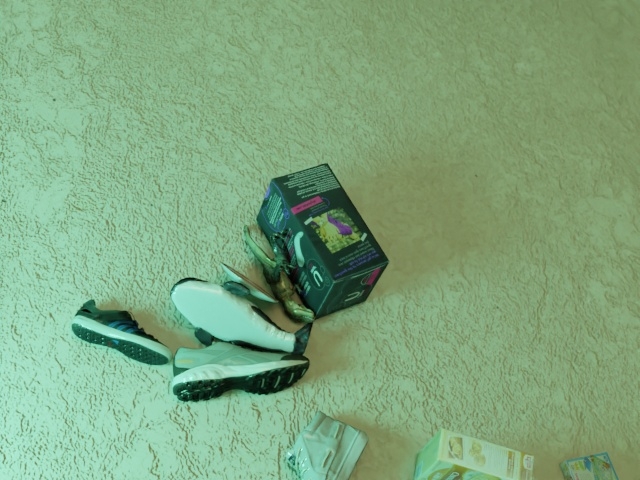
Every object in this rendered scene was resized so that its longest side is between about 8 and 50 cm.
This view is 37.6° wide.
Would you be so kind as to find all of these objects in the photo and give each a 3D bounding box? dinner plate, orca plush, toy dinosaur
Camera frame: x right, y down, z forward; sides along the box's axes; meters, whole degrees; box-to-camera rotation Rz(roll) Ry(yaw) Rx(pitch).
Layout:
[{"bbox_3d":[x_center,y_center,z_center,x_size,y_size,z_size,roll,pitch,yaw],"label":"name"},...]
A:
[{"bbox_3d":[-0.146,0.089,1.893,0.141,0.141,0.017,36,91,8],"label":"dinner plate"},{"bbox_3d":[-0.156,0.136,1.868,0.287,0.151,0.102,12,23,-6],"label":"orca plush"},{"bbox_3d":[-0.091,0.049,1.932,0.064,0.118,0.268,-18,65,-29],"label":"toy dinosaur"}]

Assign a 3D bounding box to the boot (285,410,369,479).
[{"bbox_3d":[-0.015,0.433,1.727,0.123,0.095,0.258,26,45,9],"label":"boot"}]

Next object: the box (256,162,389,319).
[{"bbox_3d":[0.000,0.000,1.963,0.143,0.165,0.270,-18,64,-27],"label":"box"}]

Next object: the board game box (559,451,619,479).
[{"bbox_3d":[0.556,0.508,1.881,0.103,0.026,0.154,-5,59,-20],"label":"board game box"}]

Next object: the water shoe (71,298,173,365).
[{"bbox_3d":[-0.370,0.170,1.794,0.203,0.073,0.080,21,51,-3],"label":"water shoe"}]

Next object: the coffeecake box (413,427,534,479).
[{"bbox_3d":[0.287,0.433,1.776,0.185,0.142,0.068,17,55,-5],"label":"coffeecake box"}]

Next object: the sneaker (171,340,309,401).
[{"bbox_3d":[-0.151,0.236,1.804,0.271,0.100,0.108,-1,52,-18],"label":"sneaker"}]
